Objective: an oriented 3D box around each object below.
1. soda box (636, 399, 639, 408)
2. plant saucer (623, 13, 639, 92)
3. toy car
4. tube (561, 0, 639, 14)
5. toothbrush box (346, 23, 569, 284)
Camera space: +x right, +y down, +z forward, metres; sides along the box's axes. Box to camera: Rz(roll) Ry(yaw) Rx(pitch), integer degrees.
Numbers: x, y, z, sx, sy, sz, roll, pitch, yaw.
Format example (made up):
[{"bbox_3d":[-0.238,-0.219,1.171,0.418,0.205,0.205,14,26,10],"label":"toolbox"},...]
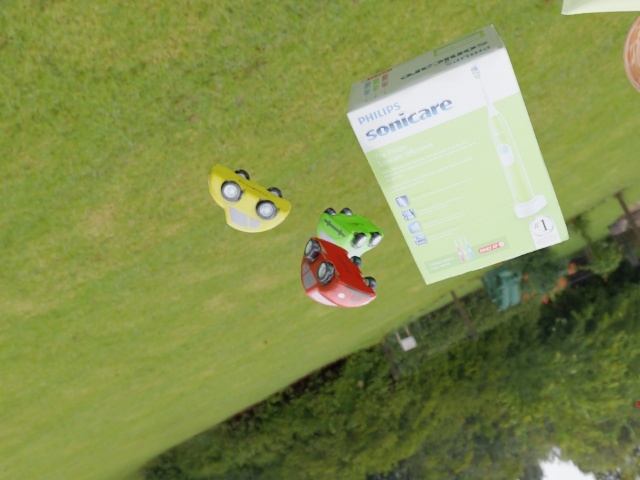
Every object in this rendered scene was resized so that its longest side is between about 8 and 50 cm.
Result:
[{"bbox_3d":[0.736,0.306,1.296,0.263,0.083,0.092,3,126,-26],"label":"soda box"},{"bbox_3d":[0.669,-0.353,1.270,0.037,0.200,0.200,-25,172,-38],"label":"plant saucer"},{"bbox_3d":[0.000,0.000,0.781,0.225,0.239,0.053,-2,127,-58],"label":"toy car"},{"bbox_3d":[0.434,-0.324,0.854,0.240,0.070,0.062,8,143,16],"label":"tube"},{"bbox_3d":[0.187,-0.108,0.924,0.206,0.283,0.122,-21,-152,17],"label":"toothbrush box"}]
